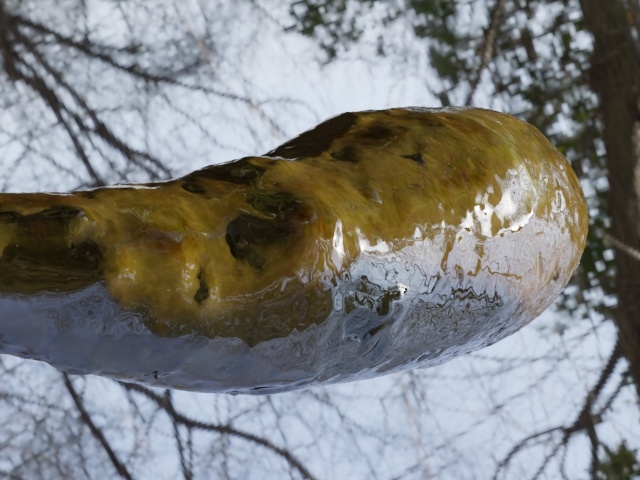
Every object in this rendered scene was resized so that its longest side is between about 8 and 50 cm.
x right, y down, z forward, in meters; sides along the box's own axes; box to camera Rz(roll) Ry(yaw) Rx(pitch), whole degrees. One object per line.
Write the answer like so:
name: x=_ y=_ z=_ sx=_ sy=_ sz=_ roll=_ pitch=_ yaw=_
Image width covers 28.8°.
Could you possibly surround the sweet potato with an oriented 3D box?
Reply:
sweet potato: x=0.002 y=0.004 z=0.534 sx=0.130 sy=0.130 sz=0.422 roll=-3 pitch=-176 yaw=40
